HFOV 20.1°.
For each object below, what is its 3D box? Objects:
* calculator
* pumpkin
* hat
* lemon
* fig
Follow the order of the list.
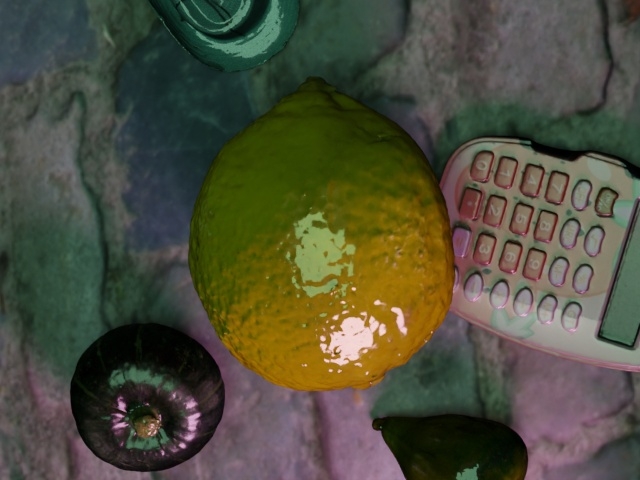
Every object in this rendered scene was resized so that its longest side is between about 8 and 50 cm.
[{"bbox_3d":[0.260,0.010,1.890,0.330,0.048,0.220,17,103,8],"label":"calculator"},{"bbox_3d":[-0.186,0.168,1.944,0.167,0.125,0.167,0,90,3],"label":"pumpkin"},{"bbox_3d":[-0.114,-0.263,1.885,0.191,0.078,0.138,45,105,0],"label":"hat"},{"bbox_3d":[0.000,0.000,1.819,0.268,0.268,0.321,-16,94,11],"label":"lemon"},{"bbox_3d":[0.128,0.231,1.921,0.177,0.117,0.117,24,102,15],"label":"fig"}]
